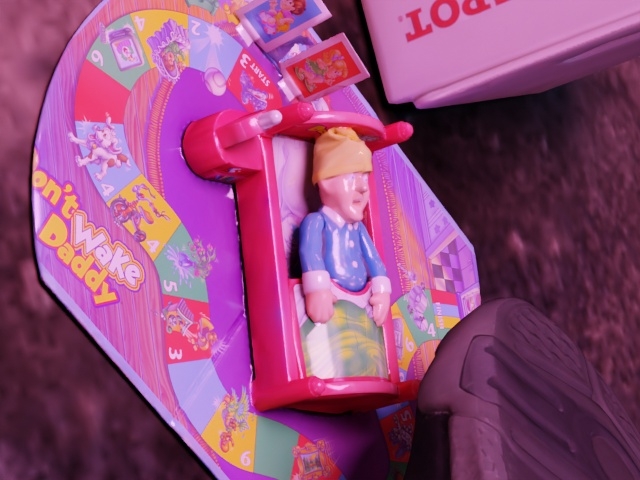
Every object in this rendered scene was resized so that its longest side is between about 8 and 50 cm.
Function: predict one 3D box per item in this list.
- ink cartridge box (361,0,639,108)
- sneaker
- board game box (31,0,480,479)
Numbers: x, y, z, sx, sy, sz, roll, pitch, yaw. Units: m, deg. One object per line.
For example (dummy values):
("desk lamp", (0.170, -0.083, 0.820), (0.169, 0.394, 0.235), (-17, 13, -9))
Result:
("ink cartridge box", (0.074, -0.156, 0.471), (0.086, 0.148, 0.203), (-10, 85, -50))
("sneaker", (0.022, 0.109, 0.369), (0.087, 0.130, 0.227), (40, 31, -23))
("board game box", (0.000, 0.000, 0.424), (0.168, 0.033, 0.133), (52, 45, -20))
